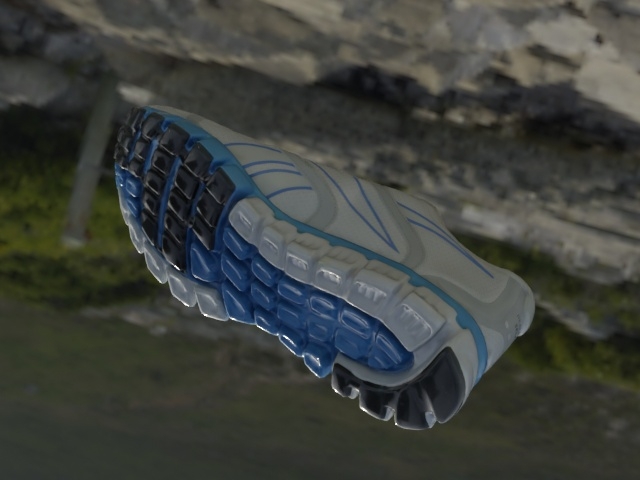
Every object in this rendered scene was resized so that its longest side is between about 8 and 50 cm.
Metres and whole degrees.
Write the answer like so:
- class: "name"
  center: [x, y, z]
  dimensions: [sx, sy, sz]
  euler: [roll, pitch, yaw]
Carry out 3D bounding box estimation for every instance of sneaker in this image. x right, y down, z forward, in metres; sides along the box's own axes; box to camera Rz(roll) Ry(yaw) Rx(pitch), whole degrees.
- class: "sneaker"
  center: [0.000, 0.000, 0.609]
  dimensions: [0.190, 0.083, 0.071]
  euler: [35, 131, 26]
